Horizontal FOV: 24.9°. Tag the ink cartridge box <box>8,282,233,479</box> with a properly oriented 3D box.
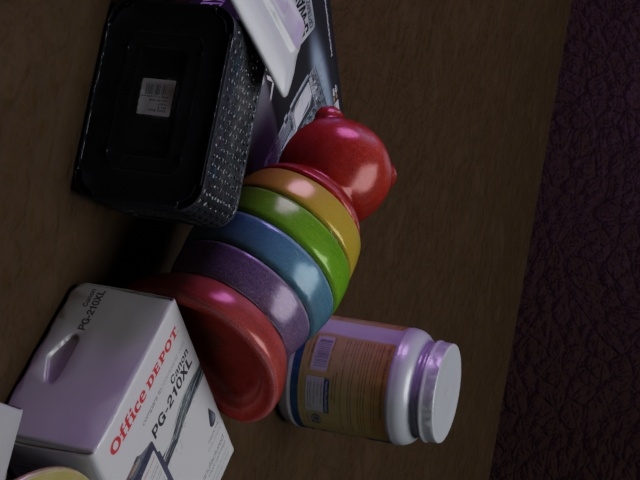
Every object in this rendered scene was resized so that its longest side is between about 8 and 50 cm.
[{"bbox_3d":[-0.175,0.179,1.283,0.237,0.100,0.172,75,30,-46],"label":"ink cartridge box"}]

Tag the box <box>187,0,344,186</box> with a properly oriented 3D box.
[{"bbox_3d":[-0.059,-0.140,1.509,0.242,0.077,0.307,-58,150,-45],"label":"box"}]

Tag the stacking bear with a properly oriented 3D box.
[{"bbox_3d":[-0.034,-0.001,1.363,0.289,0.175,0.164,-54,-170,-31],"label":"stacking bear"}]

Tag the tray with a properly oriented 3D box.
[{"bbox_3d":[-0.077,-0.266,1.272,0.270,0.030,0.145,61,15,-20],"label":"tray"}]

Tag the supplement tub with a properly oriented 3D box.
[{"bbox_3d":[0.060,0.171,1.774,0.144,0.200,0.144,8,90,-70],"label":"supplement tub"}]

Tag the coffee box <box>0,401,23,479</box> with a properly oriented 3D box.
[{"bbox_3d":[-0.314,0.108,0.782,0.297,0.168,0.118,41,59,-66],"label":"coffee box"}]

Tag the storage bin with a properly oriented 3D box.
[{"bbox_3d":[-0.129,-0.110,1.264,0.084,0.122,0.180,28,71,-69],"label":"storage bin"}]

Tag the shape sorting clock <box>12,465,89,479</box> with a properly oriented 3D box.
[{"bbox_3d":[-0.253,0.262,1.124,0.206,0.040,0.206,-36,145,-31],"label":"shape sorting clock"}]
